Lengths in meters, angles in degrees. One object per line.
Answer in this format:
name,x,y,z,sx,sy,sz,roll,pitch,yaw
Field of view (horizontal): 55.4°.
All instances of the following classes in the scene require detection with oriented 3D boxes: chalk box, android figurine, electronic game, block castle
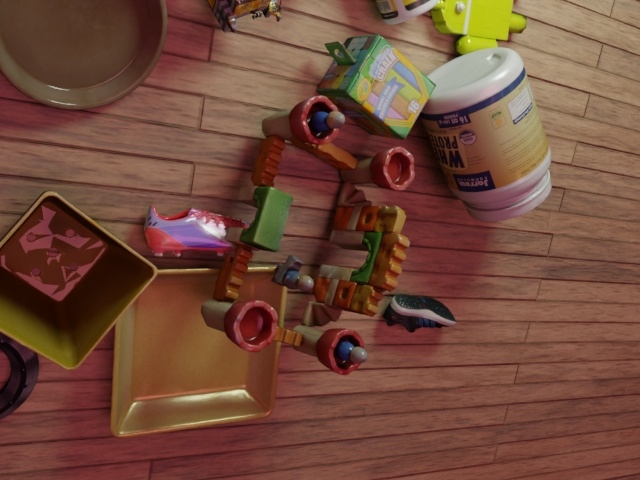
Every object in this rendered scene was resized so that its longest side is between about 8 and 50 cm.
chalk box,0.092,-0.312,1.199,0.213,0.132,0.132,30,90,-30
android figurine,0.340,-0.525,1.310,0.272,0.056,0.248,-1,105,-29
electronic game,-0.607,0.227,1.042,0.229,0.048,0.229,-11,118,-22
block castle,0.000,0.000,1.127,0.303,0.212,0.454,24,78,-37

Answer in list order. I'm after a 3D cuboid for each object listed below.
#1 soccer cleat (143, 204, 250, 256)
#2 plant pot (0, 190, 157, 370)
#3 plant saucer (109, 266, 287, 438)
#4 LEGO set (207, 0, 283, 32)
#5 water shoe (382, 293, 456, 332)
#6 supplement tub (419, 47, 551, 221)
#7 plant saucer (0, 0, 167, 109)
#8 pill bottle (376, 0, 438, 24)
soccer cleat,-0.209,-0.021,1.161,0.247,0.083,0.095,-2,101,-24
plant pot,-0.431,0.043,0.999,0.212,0.187,0.212,-50,120,-5
plant saucer,-0.244,0.204,1.206,0.332,0.081,0.333,0,105,-28
LEGO set,-0.068,-0.480,0.992,0.331,0.255,0.192,-28,89,-30
water shoe,0.235,0.181,1.467,0.203,0.073,0.080,18,122,-31
supplement tub,0.356,-0.221,1.305,0.228,0.228,0.316,-36,117,-14
plant saucer,-0.374,-0.336,0.947,0.277,0.041,0.278,-25,140,-23
pill bottle,0.141,-0.535,1.164,0.119,0.119,0.209,-35,118,-14
